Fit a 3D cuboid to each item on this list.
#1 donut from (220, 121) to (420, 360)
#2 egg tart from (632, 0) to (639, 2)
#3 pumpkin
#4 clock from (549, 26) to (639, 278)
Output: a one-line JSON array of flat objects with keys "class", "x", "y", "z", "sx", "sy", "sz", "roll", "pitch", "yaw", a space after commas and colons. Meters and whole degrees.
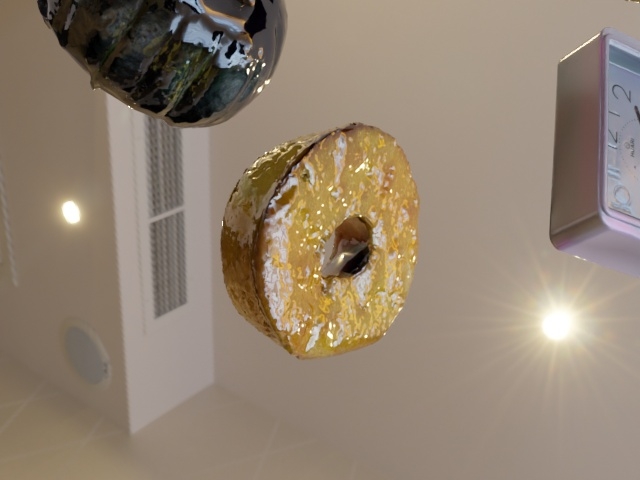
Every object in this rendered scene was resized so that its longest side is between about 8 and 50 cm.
[{"class": "donut", "x": 0.000, "y": 0.000, "z": 0.951, "sx": 0.110, "sy": 0.303, "sz": 0.303, "roll": 10, "pitch": -65, "yaw": 39}, {"class": "egg tart", "x": 0.366, "y": -0.366, "z": 0.889, "sx": 0.294, "sy": 0.123, "sz": 0.294, "roll": 42, "pitch": -7, "yaw": 6}, {"class": "pumpkin", "x": -0.160, "y": -0.295, "z": 0.899, "sx": 0.296, "sy": 0.296, "sz": 0.296, "roll": 17, "pitch": -62, "yaw": 34}, {"class": "clock", "x": 0.282, "y": -0.071, "z": 0.692, "sx": 0.063, "sy": 0.150, "sz": 0.197, "roll": 142, "pitch": -38, "yaw": -60}]
